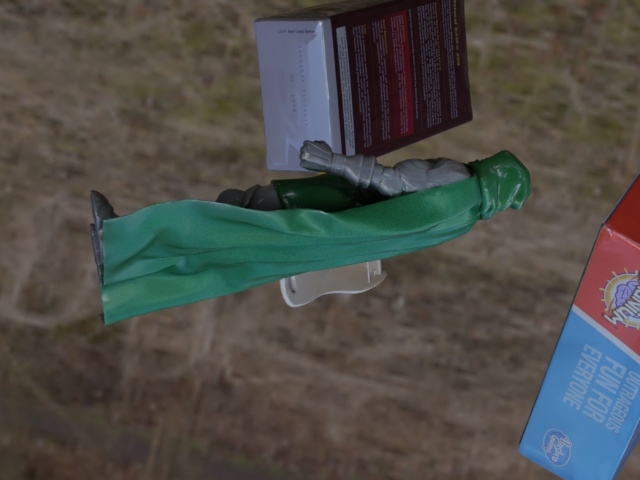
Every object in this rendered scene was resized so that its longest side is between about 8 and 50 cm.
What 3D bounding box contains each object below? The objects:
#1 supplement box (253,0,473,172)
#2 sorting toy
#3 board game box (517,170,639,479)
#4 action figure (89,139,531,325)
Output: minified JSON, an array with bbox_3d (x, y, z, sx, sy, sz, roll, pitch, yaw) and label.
[{"bbox_3d":[0.043,-0.145,1.534,0.073,0.130,0.239,4,-164,34],"label":"supplement box"},{"bbox_3d":[0.000,0.000,1.038,0.045,0.075,0.083,17,130,30],"label":"sorting toy"},{"bbox_3d":[0.246,-0.022,1.110,0.064,0.316,0.242,30,146,15],"label":"board game box"},{"bbox_3d":[-0.002,-0.013,0.920,0.232,0.063,0.137,-9,164,-12],"label":"action figure"}]
